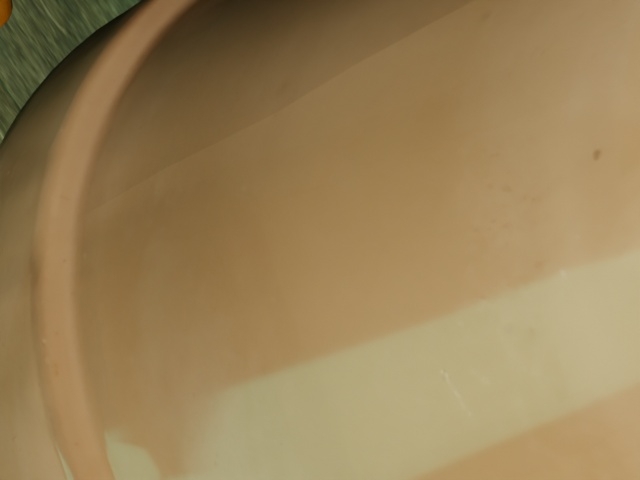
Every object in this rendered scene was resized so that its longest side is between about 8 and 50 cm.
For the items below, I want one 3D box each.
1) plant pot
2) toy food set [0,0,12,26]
[{"bbox_3d":[0.084,0.011,0.548,0.323,0.323,0.280,55,144,-6],"label":"plant pot"},{"bbox_3d":[-0.218,-0.238,0.990,0.104,0.111,0.232,90,156,-53],"label":"toy food set"}]
